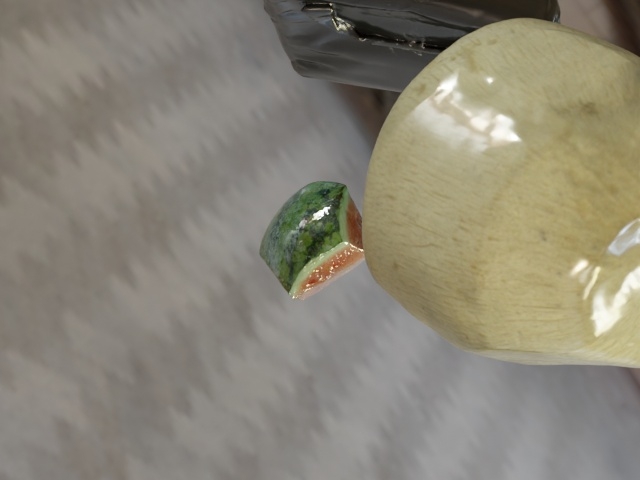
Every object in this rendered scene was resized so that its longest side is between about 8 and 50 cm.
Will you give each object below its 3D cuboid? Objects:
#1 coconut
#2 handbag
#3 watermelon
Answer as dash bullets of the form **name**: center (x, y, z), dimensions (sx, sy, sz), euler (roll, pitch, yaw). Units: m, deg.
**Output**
- **coconut**: center (0.131, -0.023, 1.028), dimensions (0.224, 0.224, 0.224), euler (48, 18, -22)
- **handbag**: center (0.090, -0.200, 1.659), dimensions (0.244, 0.275, 0.088), euler (56, 47, -76)
- **watermelon**: center (-0.006, 0.001, 1.348), dimensions (0.092, 0.084, 0.072), euler (-108, 170, -47)
